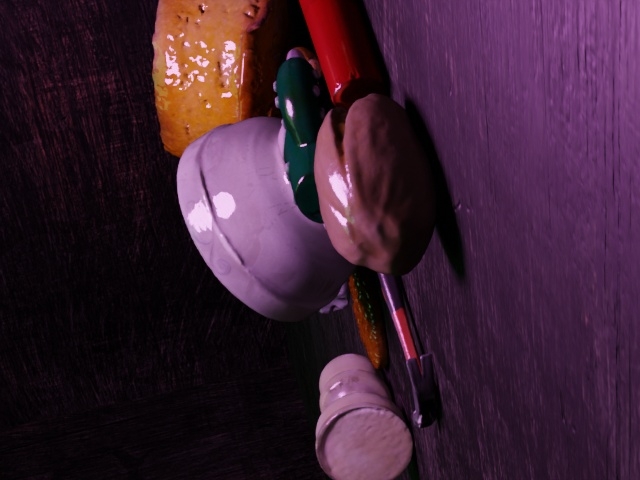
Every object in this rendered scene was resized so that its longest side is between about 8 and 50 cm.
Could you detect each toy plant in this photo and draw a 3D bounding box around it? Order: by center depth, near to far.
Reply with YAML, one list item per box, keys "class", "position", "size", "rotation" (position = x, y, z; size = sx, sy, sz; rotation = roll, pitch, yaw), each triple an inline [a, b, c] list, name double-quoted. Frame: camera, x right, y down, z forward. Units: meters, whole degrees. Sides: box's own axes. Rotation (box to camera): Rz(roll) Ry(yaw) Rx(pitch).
- class: "toy plant"
  position: [0.002, -0.121, 1.833]
  size: [0.232, 0.113, 0.243]
  rotation: [57, -160, -61]

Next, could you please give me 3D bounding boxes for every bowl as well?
- class: "bowl"
  position: [-0.048, -0.050, 1.974]
  size: [0.307, 0.163, 0.307]
  rotation: [33, -140, -33]

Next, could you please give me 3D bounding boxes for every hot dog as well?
- class: "hot dog"
  position: [-0.021, -0.259, 2.137]
  size: [0.140, 0.060, 0.089]
  rotation: [59, -165, -76]

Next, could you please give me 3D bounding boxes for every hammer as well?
- class: "hammer"
  position: [0.101, 0.093, 1.783]
  size: [0.111, 0.033, 0.287]
  rotation: [85, 171, -56]

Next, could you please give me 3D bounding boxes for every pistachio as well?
- class: "pistachio"
  position: [0.059, -0.063, 1.441]
  size: [0.136, 0.136, 0.226]
  rotation: [85, 177, -52]

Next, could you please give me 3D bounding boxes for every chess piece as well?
- class: "chess piece"
  position: [0.055, 0.259, 2.132]
  size: [0.251, 0.144, 0.144]
  rotation: [-101, 1, -68]

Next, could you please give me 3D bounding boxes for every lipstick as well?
- class: "lipstick"
  position: [0.016, -0.271, 1.654]
  size: [0.073, 0.073, 0.279]
  rotation: [86, 170, -55]

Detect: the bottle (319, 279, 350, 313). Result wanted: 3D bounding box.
- class: "bottle"
  position: [0.000, 0.000, 2.358]
  size: [0.083, 0.083, 0.269]
  rotation: [85, 177, -51]

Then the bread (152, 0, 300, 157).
- class: "bread"
  position: [-0.145, -0.295, 2.254]
  size: [0.398, 0.215, 0.398]
  rotation: [2, -90, -84]

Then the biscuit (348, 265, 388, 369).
- class: "biscuit"
  position: [0.071, 0.111, 2.146]
  size: [0.188, 0.027, 0.187]
  rotation: [169, 90, -84]
